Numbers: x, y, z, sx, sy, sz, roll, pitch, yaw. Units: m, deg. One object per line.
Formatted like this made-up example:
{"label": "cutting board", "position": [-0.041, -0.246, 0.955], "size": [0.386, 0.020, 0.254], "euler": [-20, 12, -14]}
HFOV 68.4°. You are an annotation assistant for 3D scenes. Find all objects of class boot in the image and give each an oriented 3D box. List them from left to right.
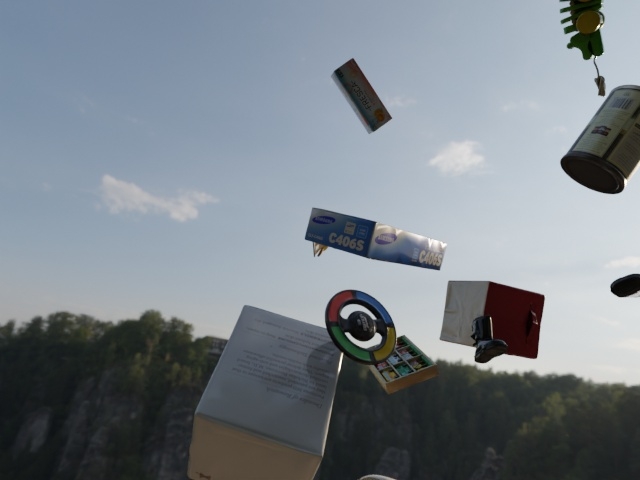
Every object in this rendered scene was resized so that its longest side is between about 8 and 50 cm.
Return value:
{"label": "boot", "position": [0.381, 0.217, 1.072], "size": [0.045, 0.099, 0.121], "euler": [12, -32, -3]}

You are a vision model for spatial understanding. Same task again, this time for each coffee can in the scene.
{"label": "coffee can", "position": [0.925, -0.312, 1.474], "size": [0.202, 0.275, 0.201], "euler": [36, -1, 0]}

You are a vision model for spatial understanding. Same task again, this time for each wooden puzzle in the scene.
{"label": "wooden puzzle", "position": [0.000, 0.000, 1.197], "size": [0.014, 0.078, 0.116], "euler": [29, -34, 19]}

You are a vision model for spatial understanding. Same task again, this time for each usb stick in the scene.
{"label": "usb stick", "position": [0.758, 0.110, 1.133], "size": [0.077, 0.045, 0.278], "euler": [-32, -25, 32]}

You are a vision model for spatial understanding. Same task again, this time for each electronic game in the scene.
{"label": "electronic game", "position": [0.115, 0.238, 1.315], "size": [0.230, 0.229, 0.048], "euler": [17, -43, -22]}

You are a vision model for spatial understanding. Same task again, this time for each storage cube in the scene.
{"label": "storage cube", "position": [0.477, 0.219, 1.327], "size": [0.193, 0.183, 0.215], "euler": [14, -9, -20]}

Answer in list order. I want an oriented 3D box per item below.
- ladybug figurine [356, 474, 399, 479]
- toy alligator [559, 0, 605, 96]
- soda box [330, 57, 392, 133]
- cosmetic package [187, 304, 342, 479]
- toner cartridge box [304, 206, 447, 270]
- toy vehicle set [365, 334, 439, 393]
{"label": "ladybug figurine", "position": [0.162, 0.676, 1.026], "size": [0.162, 0.304, 0.449], "euler": [2, -32, -18]}
{"label": "toy alligator", "position": [0.359, -0.289, 0.646], "size": [0.051, 0.189, 0.056], "euler": [1, 21, 37]}
{"label": "soda box", "position": [0.104, -0.365, 1.201], "size": [0.183, 0.063, 0.058], "euler": [55, -3, -9]}
{"label": "cosmetic package", "position": [-0.146, 0.465, 1.345], "size": [0.328, 0.393, 0.329], "euler": [17, -52, 0]}
{"label": "toner cartridge box", "position": [0.138, 0.002, 1.068], "size": [0.165, 0.075, 0.348], "euler": [15, 2, 37]}
{"label": "toy vehicle set", "position": [0.243, 0.386, 1.500], "size": [0.166, 0.035, 0.267], "euler": [-18, 11, -8]}
